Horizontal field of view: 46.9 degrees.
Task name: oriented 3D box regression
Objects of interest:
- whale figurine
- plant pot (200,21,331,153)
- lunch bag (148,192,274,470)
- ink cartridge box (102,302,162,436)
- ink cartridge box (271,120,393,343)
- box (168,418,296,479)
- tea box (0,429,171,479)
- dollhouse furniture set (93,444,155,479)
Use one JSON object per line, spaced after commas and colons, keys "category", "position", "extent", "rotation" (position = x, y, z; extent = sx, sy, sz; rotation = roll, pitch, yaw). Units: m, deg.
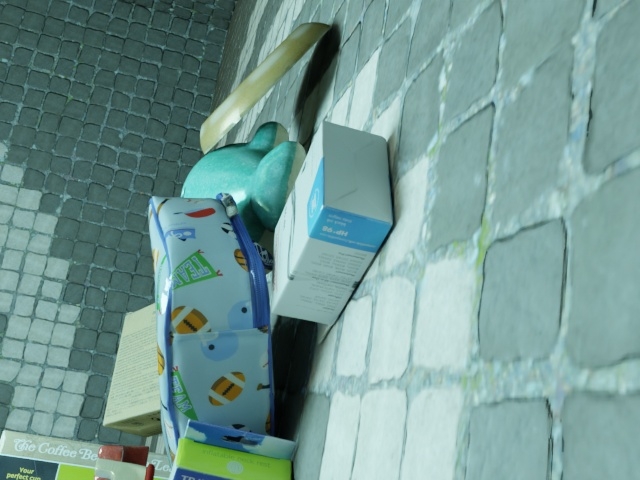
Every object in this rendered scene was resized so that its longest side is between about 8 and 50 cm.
{"category": "whale figurine", "position": [-0.096, -0.050, 0.909], "extent": [0.272, 0.141, 0.216], "rotation": [161, 121, -73]}
{"category": "plant pot", "position": [-0.081, -0.208, 0.975], "extent": [0.236, 0.032, 0.236], "rotation": [-44, 11, 11]}
{"category": "lunch bag", "position": [-0.121, 0.099, 0.787], "extent": [0.243, 0.114, 0.304], "rotation": [-124, 33, -61]}
{"category": "ink cartridge box", "position": [-0.226, 0.188, 1.147], "extent": [0.234, 0.088, 0.193], "rotation": [-23, 50, 41]}
{"category": "ink cartridge box", "position": [0.000, 0.000, 0.647], "extent": [0.180, 0.060, 0.104], "rotation": [117, 160, -45]}
{"category": "box", "position": [-0.097, 0.257, 0.702], "extent": [0.042, 0.109, 0.178], "rotation": [-93, 20, -59]}
{"category": "tea box", "position": [-0.413, 0.523, 1.268], "extent": [0.220, 0.328, 0.324], "rotation": [129, 152, -62]}
{"category": "dollhouse furniture set", "position": [-0.249, 0.439, 1.010], "extent": [0.201, 0.152, 0.374], "rotation": [-113, 34, -67]}
